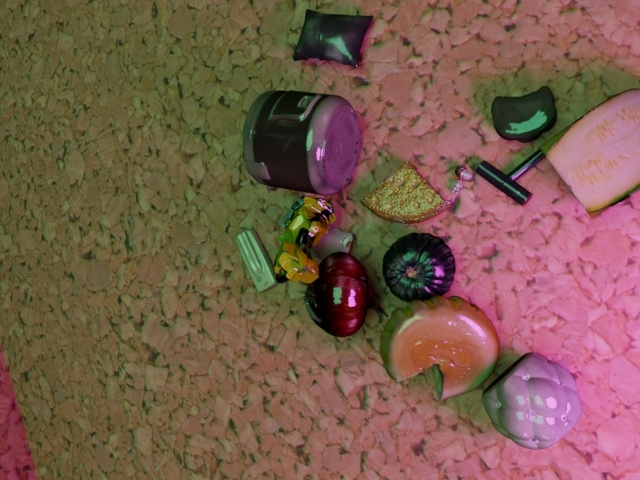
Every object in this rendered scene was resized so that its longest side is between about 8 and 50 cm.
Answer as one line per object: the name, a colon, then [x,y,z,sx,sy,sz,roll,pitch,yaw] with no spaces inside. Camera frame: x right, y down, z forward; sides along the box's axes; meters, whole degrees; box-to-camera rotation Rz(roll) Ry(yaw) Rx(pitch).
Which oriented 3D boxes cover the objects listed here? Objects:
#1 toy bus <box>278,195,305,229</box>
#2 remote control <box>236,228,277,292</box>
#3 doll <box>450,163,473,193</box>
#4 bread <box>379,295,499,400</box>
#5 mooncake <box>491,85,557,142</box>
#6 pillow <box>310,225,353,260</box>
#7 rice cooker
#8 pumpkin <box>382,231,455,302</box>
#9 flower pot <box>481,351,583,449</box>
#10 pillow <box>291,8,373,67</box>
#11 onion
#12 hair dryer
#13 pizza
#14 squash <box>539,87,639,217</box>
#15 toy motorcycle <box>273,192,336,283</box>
toy bus: [-0.092,-0.096,1.797,0.037,0.052,0.130,46,107,22]
remote control: [-0.233,0.071,1.862,0.090,0.049,0.230,-32,77,24]
doll: [0.419,-0.185,1.563,0.058,0.040,0.085,44,106,9]
bread: [0.341,0.291,1.485,0.333,0.160,0.332,1,106,2]
mooncake: [0.571,-0.358,1.458,0.175,0.104,0.168,32,105,25]
pillow: [0.000,0.000,1.751,0.229,0.051,0.128,23,106,26]
rice cooker: [-0.069,-0.319,1.649,0.326,0.335,0.334,13,94,26]
pumpkin: [0.293,0.083,1.548,0.221,0.162,0.220,6,102,28]
flower pot: [0.561,0.425,1.370,0.195,0.246,0.246,47,108,20]
pillow: [0.037,-0.674,1.721,0.250,0.106,0.185,14,87,23]
onion: [0.089,0.170,1.612,0.285,0.273,0.272,7,92,-8]
hair dryer: [0.574,-0.225,1.488,0.173,0.050,0.194,41,101,20]
pizza: [0.266,-0.150,1.624,0.293,0.058,0.197,0,88,24]
squash: [0.757,-0.241,1.310,0.309,0.210,0.233,-36,88,25]
toy motorcycle: [-0.046,-0.015,1.606,0.142,0.342,0.206,30,133,-18]
